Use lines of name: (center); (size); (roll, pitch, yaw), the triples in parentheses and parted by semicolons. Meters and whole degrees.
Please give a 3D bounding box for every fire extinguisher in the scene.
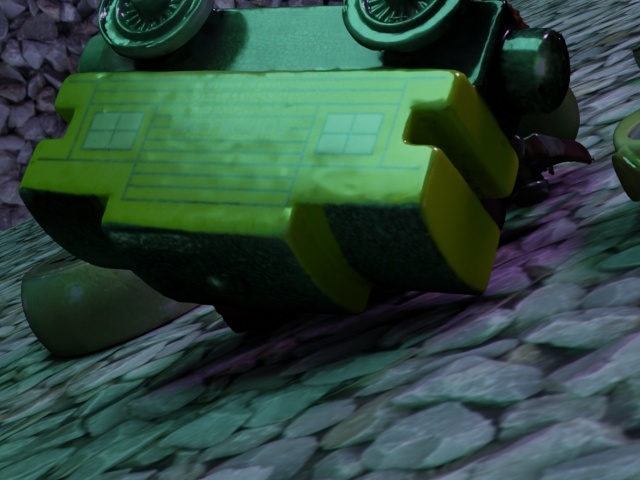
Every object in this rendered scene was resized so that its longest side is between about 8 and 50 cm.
fire extinguisher: (0.069, -0.022, 1.295); (0.337, 0.107, 0.147); (-20, -13, 11)

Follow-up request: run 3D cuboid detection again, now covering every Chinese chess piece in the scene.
Chinese chess piece: (-0.201, 0.037, 1.595); (0.237, 0.092, 0.238); (-22, 9, 4)

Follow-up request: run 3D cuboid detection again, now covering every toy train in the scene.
toy train: (-0.031, -0.081, 1.185); (0.442, 0.179, 0.272); (3, 63, 31)

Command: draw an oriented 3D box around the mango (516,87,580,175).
mango: (0.146, -0.103, 1.404); (0.156, 0.114, 0.251); (10, -20, -31)

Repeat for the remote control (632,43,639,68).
remote control: (0.470, -0.252, 1.751); (0.233, 0.038, 0.098); (-27, 11, -26)

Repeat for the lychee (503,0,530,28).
lychee: (0.174, -0.207, 1.817); (0.188, 0.188, 0.188); (-23, 10, 4)

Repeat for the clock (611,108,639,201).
clock: (0.292, -0.066, 1.075); (0.170, 0.069, 0.232); (-19, 12, 22)
